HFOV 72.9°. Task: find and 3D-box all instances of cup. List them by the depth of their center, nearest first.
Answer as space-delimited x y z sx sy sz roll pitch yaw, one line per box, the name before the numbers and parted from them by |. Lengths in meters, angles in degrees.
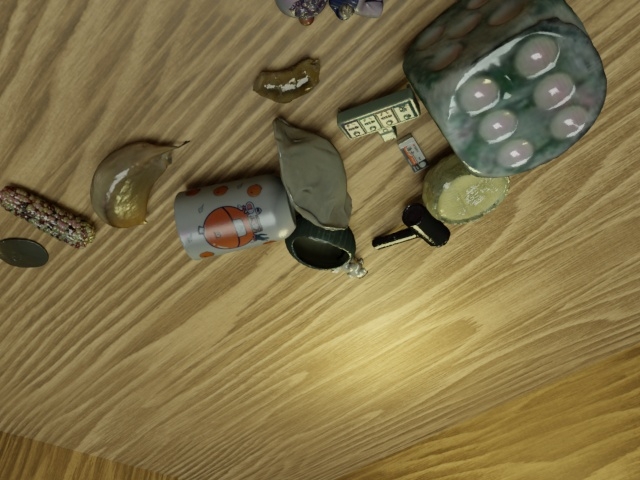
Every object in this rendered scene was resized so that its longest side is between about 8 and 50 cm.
cup | -0.243 -0.078 1.300 0.318 0.212 0.212 -13 131 2

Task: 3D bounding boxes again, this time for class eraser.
eraser | 0.280 -0.262 1.311 0.052 0.029 0.122 -29 129 17

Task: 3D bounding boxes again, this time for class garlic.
garlic | -0.541 -0.184 1.247 0.196 0.151 0.338 7 128 -48

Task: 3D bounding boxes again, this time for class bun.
bun | 0.432 -0.171 1.327 0.260 0.152 0.259 -11 141 -9

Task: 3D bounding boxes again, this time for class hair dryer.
hair dryer | 0.287 -0.019 1.477 0.251 0.089 0.197 -24 145 30

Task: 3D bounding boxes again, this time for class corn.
corn | -0.831 -0.067 1.326 0.281 0.092 0.092 34 120 -25

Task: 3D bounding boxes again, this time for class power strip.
power strip | 0.169 -0.335 1.201 0.216 0.061 0.145 -12 153 24

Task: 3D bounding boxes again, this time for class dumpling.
dumpling | -0.022 -0.169 1.208 0.182 0.259 0.341 -6 140 9

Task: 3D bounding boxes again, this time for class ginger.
ginger | -0.083 -0.408 1.119 0.190 0.069 0.095 -18 108 11

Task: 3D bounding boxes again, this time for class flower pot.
flower pot | 0.000 0.000 1.425 0.243 0.157 0.189 20 127 -23

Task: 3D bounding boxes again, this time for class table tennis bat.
table tennis bat | -1.037 0.043 1.444 0.235 0.022 0.131 0 132 -9

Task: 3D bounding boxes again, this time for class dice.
dice | 0.418 -0.371 1.023 0.331 0.348 0.328 -34 124 20

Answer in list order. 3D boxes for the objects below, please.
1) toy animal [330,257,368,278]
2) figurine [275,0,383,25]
toy animal | 0.105 0.090 1.573 0.124 0.070 0.085 29 138 -36
figurine | 0.016 -0.553 0.973 0.275 0.133 0.194 16 140 -36
